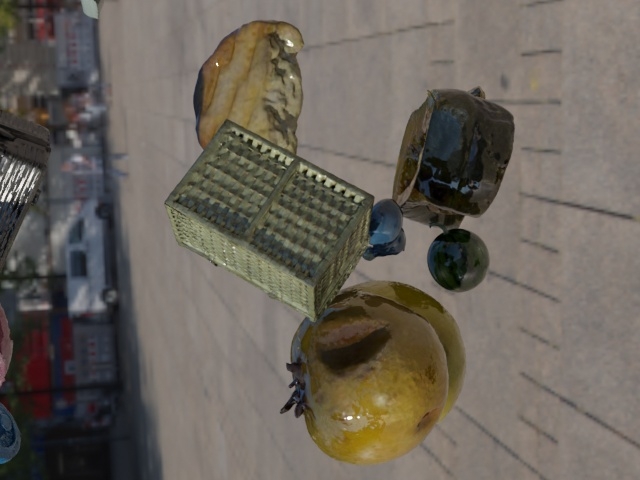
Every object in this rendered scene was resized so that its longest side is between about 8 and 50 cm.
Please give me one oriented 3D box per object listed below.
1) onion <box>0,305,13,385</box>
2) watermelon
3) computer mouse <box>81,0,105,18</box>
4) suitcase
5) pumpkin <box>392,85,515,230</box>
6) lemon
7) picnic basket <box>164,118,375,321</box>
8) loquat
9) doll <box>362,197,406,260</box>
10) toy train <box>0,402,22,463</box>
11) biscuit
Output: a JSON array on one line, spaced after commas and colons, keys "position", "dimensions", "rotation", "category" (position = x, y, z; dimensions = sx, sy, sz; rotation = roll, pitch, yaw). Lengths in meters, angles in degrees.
[{"position": [-0.471, 0.113, 1.217], "dimensions": [0.207, 0.200, 0.200], "rotation": [-49, 25, 7], "category": "onion"}, {"position": [0.209, 0.026, 1.594], "dimensions": [0.109, 0.109, 0.109], "rotation": [177, 90, -76], "category": "watermelon"}, {"position": [-0.309, -0.424, 1.479], "dimensions": [0.128, 0.079, 0.231], "rotation": [90, 175, -60], "category": "computer mouse"}, {"position": [-0.581, -0.055, 1.634], "dimensions": [0.335, 0.229, 0.152], "rotation": [-60, 25, 22], "category": "suitcase"}, {"position": [0.206, -0.141, 1.671], "dimensions": [0.317, 0.139, 0.222], "rotation": [112, 171, -81], "category": "pumpkin"}, {"position": [0.104, 0.176, 1.526], "dimensions": [0.219, 0.240, 0.240], "rotation": [1, 94, 60], "category": "lemon"}, {"position": [-0.055, -0.015, 1.201], "dimensions": [0.134, 0.196, 0.154], "rotation": [-58, -11, -22], "category": "picnic basket"}, {"position": [0.054, 0.164, 1.276], "dimensions": [0.213, 0.213, 0.213], "rotation": [177, 90, -76], "category": "loquat"}, {"position": [0.082, -0.018, 1.321], "dimensions": [0.076, 0.050, 0.083], "rotation": [-61, -26, -23], "category": "doll"}, {"position": [-0.584, 0.229, 1.515], "dimensions": [0.265, 0.188, 0.300], "rotation": [41, -155, -55], "category": "toy train"}, {"position": [-0.122, -0.241, 1.806], "dimensions": [0.213, 0.091, 0.274], "rotation": [6, 90, 40], "category": "biscuit"}]
